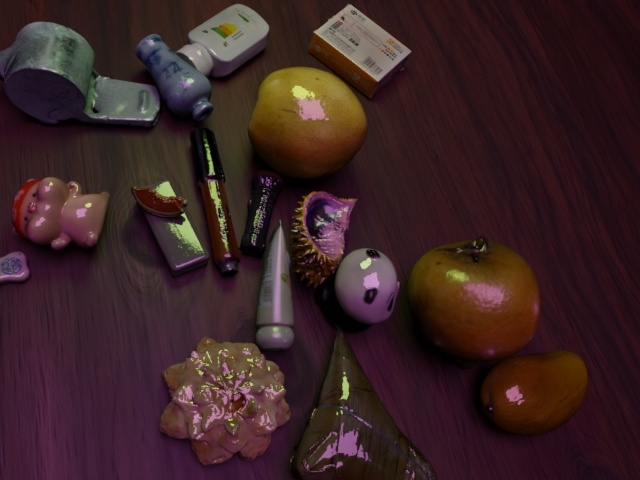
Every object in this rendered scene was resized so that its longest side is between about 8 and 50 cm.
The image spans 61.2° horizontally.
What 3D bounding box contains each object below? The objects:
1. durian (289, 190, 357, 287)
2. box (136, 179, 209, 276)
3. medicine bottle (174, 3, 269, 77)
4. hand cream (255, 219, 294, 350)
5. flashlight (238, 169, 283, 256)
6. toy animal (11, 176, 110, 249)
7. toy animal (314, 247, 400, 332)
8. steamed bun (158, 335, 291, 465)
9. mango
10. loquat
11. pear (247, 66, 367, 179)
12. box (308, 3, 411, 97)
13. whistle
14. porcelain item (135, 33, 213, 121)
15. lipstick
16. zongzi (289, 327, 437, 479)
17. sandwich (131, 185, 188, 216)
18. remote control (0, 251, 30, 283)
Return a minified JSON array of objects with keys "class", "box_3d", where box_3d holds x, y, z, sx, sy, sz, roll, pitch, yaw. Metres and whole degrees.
[{"class":"durian","box_3d":[-0.015,0.001,1.380,0.154,0.186,0.260,20,30,-5]},{"class":"box","box_3d":[-0.374,-0.033,1.361,0.103,0.055,0.243,-23,73,-25]},{"class":"medicine bottle","box_3d":[-0.298,-0.585,1.618,0.161,0.111,0.296,39,62,10]},{"class":"hand cream","box_3d":[-0.115,0.114,1.329,0.093,0.147,0.306,2,71,-15]},{"class":"flashlight","box_3d":[-0.161,-0.071,1.426,0.093,0.093,0.232,16,65,-8]},{"class":"toy animal","box_3d":[-0.603,-0.063,1.253,0.198,0.171,0.171,11,63,-15]},{"class":"toy animal","box_3d":[0.101,0.120,1.329,0.165,0.235,0.187,9,63,-19]},{"class":"steamed bun","box_3d":[-0.213,0.341,1.184,0.292,0.137,0.295,-13,71,-18]},{"class":"mango","box_3d":[0.552,0.388,1.379,0.332,0.142,0.195,-3,71,-20]},{"class":"loquat","box_3d":[0.383,0.170,1.355,0.328,0.328,0.359,-12,113,-21]},{"class":"pear","box_3d":[-0.039,-0.308,1.453,0.314,0.314,0.314,6,63,-13]},{"class":"box","box_3d":[0.129,-0.623,1.770,0.274,0.091,0.221,41,60,6]},{"class":"whistle","box_3d":[-0.634,-0.400,1.420,0.405,0.188,0.168,25,49,-42]},{"class":"porcelain item","box_3d":[-0.398,-0.445,1.495,0.141,0.141,0.259,-37,86,-28]},{"class":"lipstick","box_3d":[-0.275,-0.106,1.414,0.077,0.077,0.418,-8,68,-20]},{"class":"zongzi","box_3d":[0.127,0.410,1.246,0.323,0.160,0.360,24,54,-10]},{"class":"sandwich","box_3d":[-0.395,-0.095,1.315,0.135,0.067,0.029,24,37,-16]},{"class":"remote control","box_3d":[-0.727,0.069,1.221,0.122,0.032,0.074,-16,70,-23]}]
